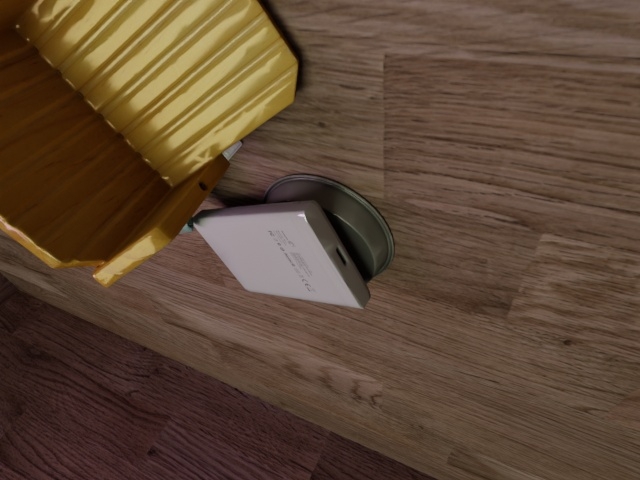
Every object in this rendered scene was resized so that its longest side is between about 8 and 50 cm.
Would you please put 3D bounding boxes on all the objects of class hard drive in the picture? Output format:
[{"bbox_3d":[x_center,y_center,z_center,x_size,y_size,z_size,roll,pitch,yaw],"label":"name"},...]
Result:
[{"bbox_3d":[-0.092,0.029,0.829,0.353,0.047,0.233,0,132,44],"label":"hard drive"}]

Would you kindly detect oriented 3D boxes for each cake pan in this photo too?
[{"bbox_3d":[0.000,0.000,0.824,0.293,0.054,0.293,20,143,15],"label":"cake pan"}]

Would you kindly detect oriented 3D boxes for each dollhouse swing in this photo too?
[{"bbox_3d":[-0.241,-0.184,0.499,0.305,0.315,0.347,-20,122,32],"label":"dollhouse swing"}]

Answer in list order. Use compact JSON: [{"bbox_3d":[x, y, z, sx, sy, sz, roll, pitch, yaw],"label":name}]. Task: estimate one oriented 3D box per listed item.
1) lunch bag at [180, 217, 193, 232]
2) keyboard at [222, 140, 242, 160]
[{"bbox_3d":[-0.370,-0.111,0.780,0.224,0.160,0.262,-7,132,-10],"label":"lunch bag"},{"bbox_3d":[-0.242,-0.162,0.839,0.072,0.014,0.256,43,143,-16],"label":"keyboard"}]
